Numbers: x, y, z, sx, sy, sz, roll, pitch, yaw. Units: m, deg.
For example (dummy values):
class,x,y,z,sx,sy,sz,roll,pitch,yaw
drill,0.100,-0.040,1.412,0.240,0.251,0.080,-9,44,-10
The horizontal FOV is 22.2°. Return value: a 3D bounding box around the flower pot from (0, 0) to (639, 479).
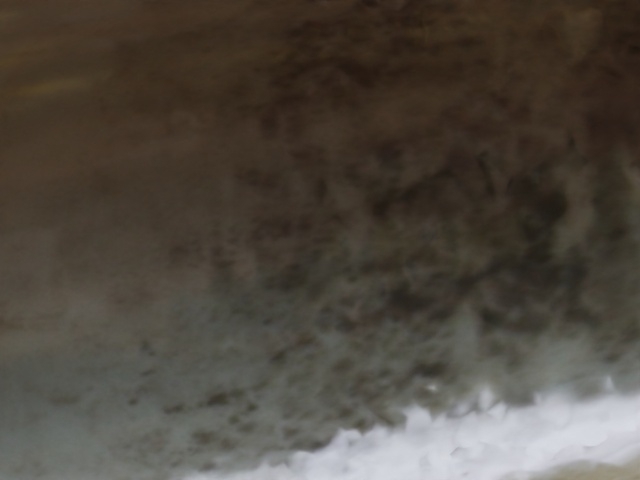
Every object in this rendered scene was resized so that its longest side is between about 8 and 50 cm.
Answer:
class,x,y,z,sx,sy,sz,roll,pitch,yaw
flower pot,0.000,0.000,0.673,0.330,0.294,0.293,-12,-154,10
